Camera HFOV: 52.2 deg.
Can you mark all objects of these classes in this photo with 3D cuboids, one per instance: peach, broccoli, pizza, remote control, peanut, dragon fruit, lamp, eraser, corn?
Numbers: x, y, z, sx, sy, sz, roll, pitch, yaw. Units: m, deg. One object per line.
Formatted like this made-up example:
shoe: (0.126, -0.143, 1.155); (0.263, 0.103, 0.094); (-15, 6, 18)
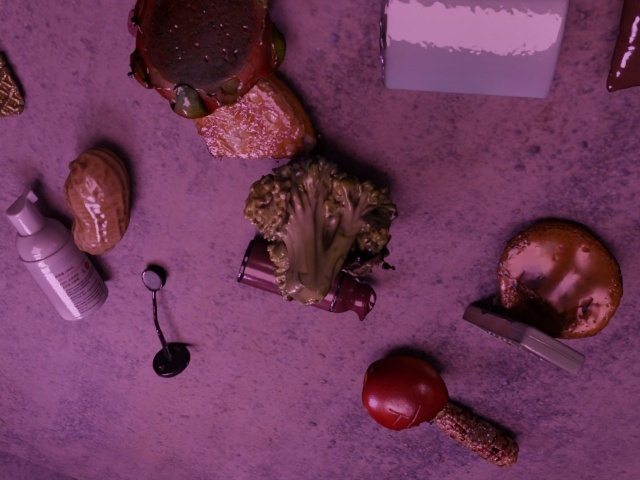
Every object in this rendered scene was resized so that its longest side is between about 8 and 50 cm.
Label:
peach: (0.224, 0.408, 1.732); (0.226, 0.196, 0.190); (11, 169, 4)
broccoli: (0.002, -0.006, 1.318); (0.293, 0.280, 0.348); (-3, 147, 20)
pizza: (-0.165, -0.257, 1.295); (0.336, 0.086, 0.226); (32, 129, -14)
remote control: (0.432, 0.210, 1.427); (0.145, 0.344, 0.050); (29, 88, -7)
peanut: (-0.524, -0.078, 1.533); (0.153, 0.140, 0.325); (11, 136, -13)
dragon fruit: (-0.199, -0.359, 1.134); (0.268, 0.130, 0.295); (26, 96, 2)
lamp: (-0.442, 0.215, 1.849); (0.130, 0.108, 0.371); (9, 120, 25)
eraser: (0.247, -0.338, 1.091); (0.290, 0.104, 0.189); (6, 129, 10)
corn: (0.441, 0.550, 1.862); (0.290, 0.098, 0.098); (35, 132, -13)

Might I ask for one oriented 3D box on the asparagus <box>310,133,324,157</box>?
asparagus: (-0.032, -0.139, 1.407); (0.034, 0.027, 0.236); (16, 135, -14)

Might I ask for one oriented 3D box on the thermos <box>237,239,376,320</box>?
thermos: (-0.022, 0.087, 1.573); (0.330, 0.136, 0.109); (18, 162, 0)

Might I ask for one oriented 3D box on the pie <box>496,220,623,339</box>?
pie: (0.498, 0.087, 1.380); (0.273, 0.069, 0.273); (4, 104, 16)

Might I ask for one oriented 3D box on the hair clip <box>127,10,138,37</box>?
hair clip: (-0.309, -0.394, 1.257); (0.137, 0.022, 0.054); (23, 131, -5)

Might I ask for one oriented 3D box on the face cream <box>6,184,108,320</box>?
face cream: (-0.694, 0.031, 1.679); (0.145, 0.145, 0.369); (-4, 129, 20)

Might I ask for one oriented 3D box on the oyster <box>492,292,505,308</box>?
oyster: (0.496, 0.142, 1.495); (0.177, 0.064, 0.125); (9, 148, -5)

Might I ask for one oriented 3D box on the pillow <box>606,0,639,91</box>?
pillow: (0.603, -0.361, 0.960); (0.308, 0.108, 0.305); (1, 133, 15)

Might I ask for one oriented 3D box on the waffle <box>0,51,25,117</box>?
waffle: (-0.734, -0.346, 1.417); (0.169, 0.036, 0.183); (5, 132, 14)
